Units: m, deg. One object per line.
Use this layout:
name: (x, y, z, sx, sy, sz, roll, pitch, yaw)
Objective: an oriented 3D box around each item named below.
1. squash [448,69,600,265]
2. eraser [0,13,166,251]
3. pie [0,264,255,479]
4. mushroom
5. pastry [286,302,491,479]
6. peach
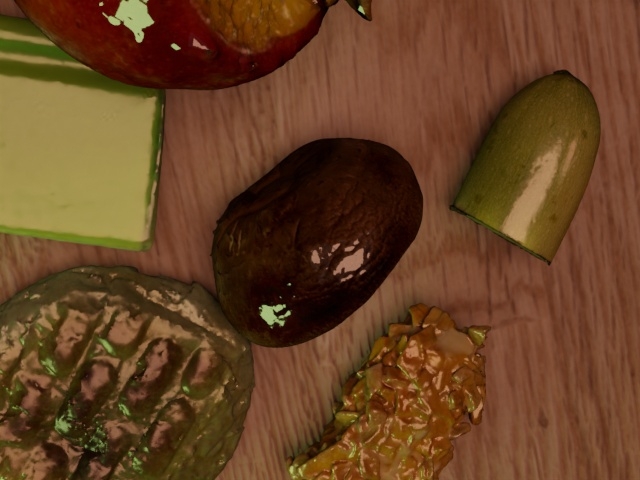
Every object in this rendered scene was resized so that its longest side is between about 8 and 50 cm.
squash: (0.218, -0.081, 1.275, 0.123, 0.123, 0.186, 25, 90, -11)
eraser: (-0.286, -0.108, 1.201, 0.274, 0.092, 0.210, 6, 96, -8)
pie: (-0.215, 0.164, 1.259, 0.306, 0.071, 0.306, -1, 99, -8)
mushroom: (-0.011, -0.010, 1.206, 0.138, 0.194, 0.231, 42, 79, -13)
pastry: (0.089, 0.181, 1.291, 0.154, 0.102, 0.250, 38, 90, -13)
peach: (-0.128, -0.331, 1.080, 0.335, 0.310, 0.405, -4, 98, -46)
